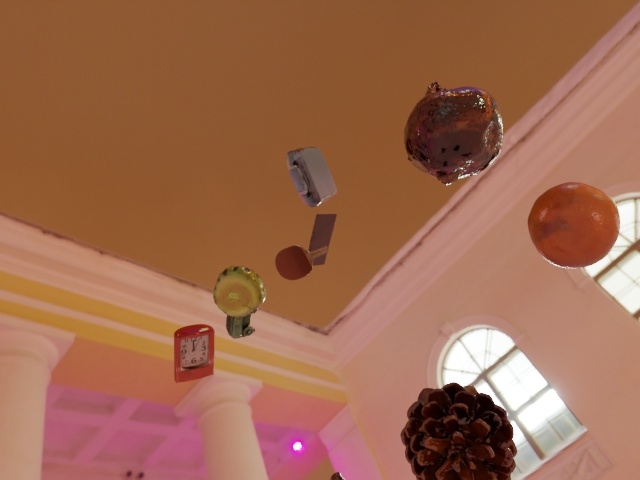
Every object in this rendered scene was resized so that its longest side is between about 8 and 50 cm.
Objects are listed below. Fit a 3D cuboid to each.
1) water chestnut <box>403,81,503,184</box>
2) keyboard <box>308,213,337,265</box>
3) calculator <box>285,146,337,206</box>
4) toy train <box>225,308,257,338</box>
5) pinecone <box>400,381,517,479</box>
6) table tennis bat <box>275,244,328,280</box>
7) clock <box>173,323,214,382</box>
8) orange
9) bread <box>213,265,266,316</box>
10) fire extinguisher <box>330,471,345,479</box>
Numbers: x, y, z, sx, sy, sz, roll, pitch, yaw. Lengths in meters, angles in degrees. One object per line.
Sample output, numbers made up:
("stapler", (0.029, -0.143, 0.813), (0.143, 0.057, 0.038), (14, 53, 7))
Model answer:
("water chestnut", (0.292, -0.248, 1.085), (0.223, 0.239, 0.224), (-11, -26, -5))
("keyboard", (-0.001, -0.001, 1.552), (0.074, 0.015, 0.197), (-7, -53, -29))
("calculator", (-0.021, -0.190, 1.396), (0.051, 0.293, 0.173), (-22, -84, 18))
("toy train", (-0.275, 0.262, 1.665), (0.099, 0.070, 0.172), (-3, -62, -29))
("pinecone", (0.302, 0.442, 1.044), (0.263, 0.264, 0.264), (-13, -49, -15))
("table tennis bat", (-0.045, 0.048, 1.239), (0.156, 0.087, 0.013), (-23, -11, -30))
("clock", (-0.365, 0.319, 1.390), (0.113, 0.061, 0.155), (-5, -67, -30))
("orange", (0.701, -0.043, 1.350), (0.171, 0.240, 0.240), (-25, -32, -58))
("bread", (-0.201, 0.127, 1.212), (0.130, 0.071, 0.139), (36, -66, 4))
("fire extinguisher", (0.083, 0.605, 1.111), (0.035, 0.173, 0.049), (-37, -2, -24))
